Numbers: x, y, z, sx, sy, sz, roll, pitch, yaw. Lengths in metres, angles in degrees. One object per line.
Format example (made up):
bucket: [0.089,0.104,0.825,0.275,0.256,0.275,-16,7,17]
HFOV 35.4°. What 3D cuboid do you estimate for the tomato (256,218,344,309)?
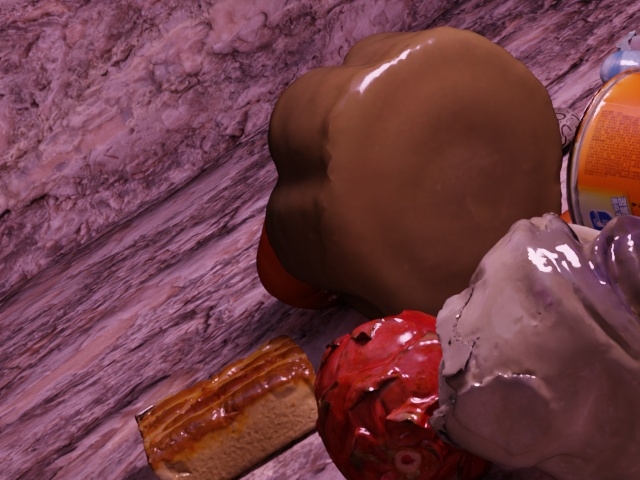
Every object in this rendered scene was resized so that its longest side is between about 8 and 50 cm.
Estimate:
tomato: [0.001,-0.003,1.784,0.259,0.260,0.180,-34,59,-20]

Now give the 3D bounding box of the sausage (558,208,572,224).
sausage: [0.391,0.000,1.518,0.330,0.102,0.102,-34,21,-21]

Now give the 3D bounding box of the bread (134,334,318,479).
bread: [-0.131,0.260,1.508,0.274,0.114,0.185,-28,20,-9]

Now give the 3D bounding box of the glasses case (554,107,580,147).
glasses case: [0.373,-0.209,2.079,0.354,0.085,0.137,-3,31,49]

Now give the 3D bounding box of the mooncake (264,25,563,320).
mooncake: [0.143,-0.095,1.568,0.467,0.467,0.262,-34,18,-19]

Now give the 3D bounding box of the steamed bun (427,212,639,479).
steamed bun: [0.301,0.094,1.019,0.394,0.238,0.346,-9,41,-37]

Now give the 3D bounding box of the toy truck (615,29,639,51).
toy truck: [0.706,-0.354,1.933,0.256,0.140,0.108,-7,27,44]

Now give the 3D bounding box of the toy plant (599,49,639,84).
toy plant: [0.581,-0.217,1.640,0.332,0.247,0.247,-22,20,19]

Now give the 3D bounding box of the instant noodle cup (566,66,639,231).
instant noodle cup: [0.507,-0.087,1.346,0.296,0.296,0.214,-36,30,-24]

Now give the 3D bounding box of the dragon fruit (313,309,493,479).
dragon fruit: [0.105,0.201,1.186,0.241,0.241,0.252,-31,-6,-11]
